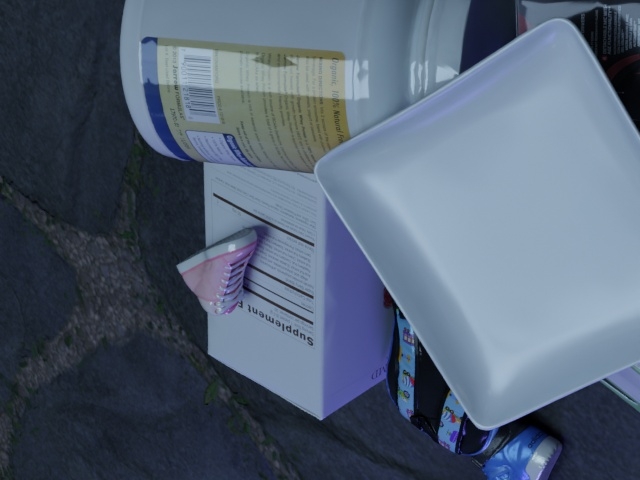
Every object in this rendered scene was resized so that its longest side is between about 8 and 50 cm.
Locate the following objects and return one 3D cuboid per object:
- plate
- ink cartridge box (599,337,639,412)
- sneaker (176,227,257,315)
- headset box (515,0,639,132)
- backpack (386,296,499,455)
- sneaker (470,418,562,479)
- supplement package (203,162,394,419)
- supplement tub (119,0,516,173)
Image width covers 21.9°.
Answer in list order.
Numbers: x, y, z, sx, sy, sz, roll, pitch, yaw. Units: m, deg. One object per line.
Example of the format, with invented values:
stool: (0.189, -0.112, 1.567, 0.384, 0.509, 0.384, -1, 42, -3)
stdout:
plate: (0.168, -0.010, 1.343, 0.277, 0.045, 0.278, -30, 97, 36)
ink cartridge box: (0.296, 0.115, 1.492, 0.171, 0.056, 0.235, 38, 178, -5)
sneaker: (-0.090, 0.034, 1.652, 0.134, 0.051, 0.070, -26, 93, 55)
headset box: (0.284, -0.101, 1.338, 0.293, 0.110, 0.218, 6, 112, 26)
backpack: (0.147, 0.123, 1.683, 0.158, 0.117, 0.173, 32, 132, 29)
sneaker: (0.192, 0.249, 1.755, 0.084, 0.058, 0.152, 33, 130, 20)
supplement package: (0.000, 0.000, 1.715, 0.175, 0.177, 0.293, 27, 130, 35)
supplement tub: (0.005, -0.172, 1.486, 0.316, 0.228, 0.228, 7, 120, 21)
